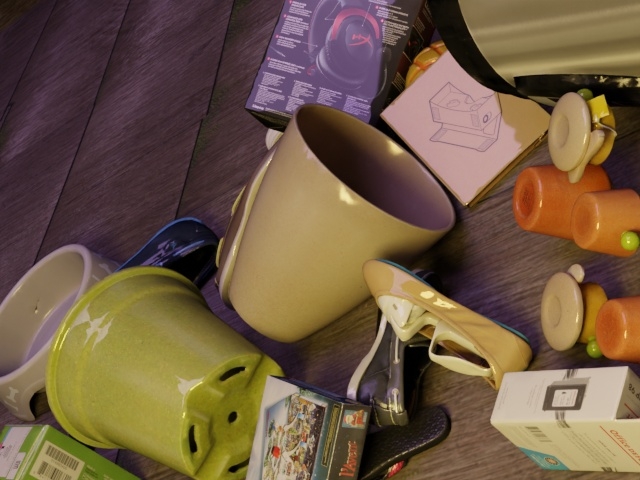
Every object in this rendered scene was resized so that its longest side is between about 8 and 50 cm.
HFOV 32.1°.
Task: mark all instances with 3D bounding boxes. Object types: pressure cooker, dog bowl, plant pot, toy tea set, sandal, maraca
[{"bbox_3d":[0.327,-0.353,1.335,0.420,0.370,0.375,3,54,48],"label":"pressure cooker"},{"bbox_3d":[-0.495,0.156,2.052,0.349,0.102,0.348,-31,36,26],"label":"dog bowl"},{"bbox_3d":[-0.186,0.199,1.503,0.254,0.276,0.276,22,73,45],"label":"plant pot"},{"bbox_3d":[0.317,0.009,1.203,0.200,0.124,0.336,117,151,-56],"label":"toy tea set"},{"bbox_3d":[0.074,0.254,1.306,0.179,0.040,0.067,-25,40,9],"label":"sandal"},{"bbox_3d":[0.198,-0.256,1.651,0.127,0.099,0.185,8,45,43],"label":"maraca"},{"bbox_3d":[0.000,0.000,1.509,0.274,0.257,0.256,-53,27,25],"label":"plant pot"}]

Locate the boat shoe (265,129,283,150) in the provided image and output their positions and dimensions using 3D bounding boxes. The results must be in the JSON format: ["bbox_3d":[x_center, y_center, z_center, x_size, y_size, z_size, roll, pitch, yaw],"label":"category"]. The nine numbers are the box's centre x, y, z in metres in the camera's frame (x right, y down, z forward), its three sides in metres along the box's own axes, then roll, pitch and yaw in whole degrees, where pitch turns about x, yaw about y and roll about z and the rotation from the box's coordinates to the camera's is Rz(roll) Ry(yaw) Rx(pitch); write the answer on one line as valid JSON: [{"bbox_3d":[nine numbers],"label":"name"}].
[{"bbox_3d":[0.025,-0.205,1.804,0.277,0.098,0.096,-34,33,20],"label":"boat shoe"}]

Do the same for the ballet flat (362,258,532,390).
[{"bbox_3d":[0.129,0.095,1.277,0.232,0.080,0.073,27,63,27],"label":"ballet flat"}]

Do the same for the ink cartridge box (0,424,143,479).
[{"bbox_3d":[-0.417,0.356,1.649,0.255,0.189,0.097,-9,49,47],"label":"ink cartridge box"}]

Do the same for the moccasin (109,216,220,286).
[{"bbox_3d":[-0.301,0.101,1.841,0.342,0.138,0.117,-54,36,-7],"label":"moccasin"}]

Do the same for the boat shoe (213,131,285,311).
[{"bbox_3d":[-0.074,-0.049,1.671,0.324,0.117,0.096,-66,27,22],"label":"boat shoe"}]

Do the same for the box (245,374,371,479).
[{"bbox_3d":[-0.026,0.287,1.294,0.159,0.044,0.233,11,89,54],"label":"box"}]

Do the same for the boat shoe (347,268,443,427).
[{"bbox_3d":[0.111,0.128,1.349,0.079,0.084,0.233,-5,41,35],"label":"boat shoe"}]

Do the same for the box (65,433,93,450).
[{"bbox_3d":[-0.408,0.358,1.768,0.062,0.052,0.083,-24,40,37],"label":"box"}]

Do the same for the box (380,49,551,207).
[{"bbox_3d":[0.200,-0.166,1.530,0.164,0.021,0.201,-44,59,8],"label":"box"}]

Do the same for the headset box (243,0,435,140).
[{"bbox_3d":[0.042,-0.294,1.712,0.218,0.110,0.293,18,84,20],"label":"headset box"}]

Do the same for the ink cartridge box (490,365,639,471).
[{"bbox_3d":[0.270,0.175,1.078,0.180,0.104,0.060,-10,47,45],"label":"ink cartridge box"}]
